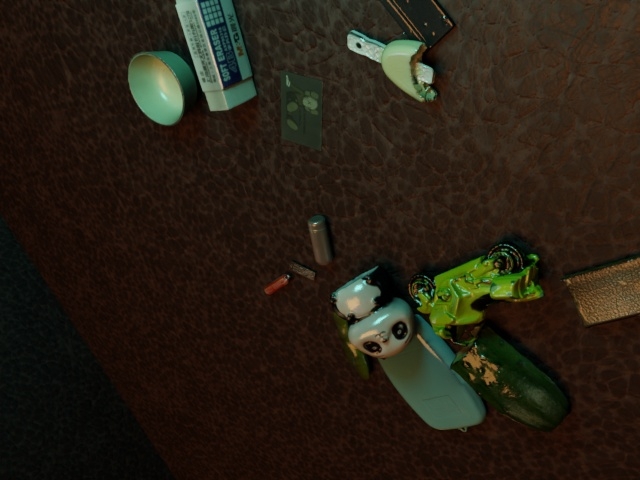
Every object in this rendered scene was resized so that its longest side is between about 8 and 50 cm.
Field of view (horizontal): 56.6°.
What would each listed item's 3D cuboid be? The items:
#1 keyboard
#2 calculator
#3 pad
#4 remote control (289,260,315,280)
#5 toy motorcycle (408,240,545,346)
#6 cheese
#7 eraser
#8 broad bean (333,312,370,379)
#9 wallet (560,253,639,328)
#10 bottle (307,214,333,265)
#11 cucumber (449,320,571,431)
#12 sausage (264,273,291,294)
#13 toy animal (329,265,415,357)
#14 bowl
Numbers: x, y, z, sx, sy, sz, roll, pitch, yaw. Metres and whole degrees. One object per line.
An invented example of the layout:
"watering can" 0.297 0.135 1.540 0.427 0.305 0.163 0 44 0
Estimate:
"keyboard" 0.144 -0.526 1.210 0.310 0.018 0.101 50 135 -2
"calculator" 0.311 0.400 1.708 0.256 0.054 0.386 -30 100 46
"pad" -0.049 -0.328 1.513 0.127 0.004 0.190 21 131 25
"remote control" -0.053 0.090 1.801 0.091 0.016 0.034 24 116 23
"toy motorcycle" 0.362 0.137 1.410 0.342 0.142 0.206 -28 91 43
"cheese" 0.151 -0.390 1.276 0.235 0.049 0.127 34 152 28
"eraser" -0.254 -0.476 1.483 0.081 0.124 0.279 6 123 36
"broad bean" 0.091 0.296 1.795 0.075 0.067 0.325 -5 118 30
"wallet" 0.645 0.099 1.244 0.243 0.039 0.133 -28 93 46
"bottle" 0.000 0.000 1.669 0.053 0.053 0.140 10 125 33
"cucumber" 0.487 0.361 1.482 0.325 0.145 0.105 41 163 3
"sausage" -0.131 0.136 1.882 0.034 0.034 0.129 52 135 -4
"toy animal" 0.148 0.200 1.593 0.187 0.165 0.235 -32 82 15
"bowl" -0.422 -0.433 1.654 0.211 0.112 0.212 21 129 27
